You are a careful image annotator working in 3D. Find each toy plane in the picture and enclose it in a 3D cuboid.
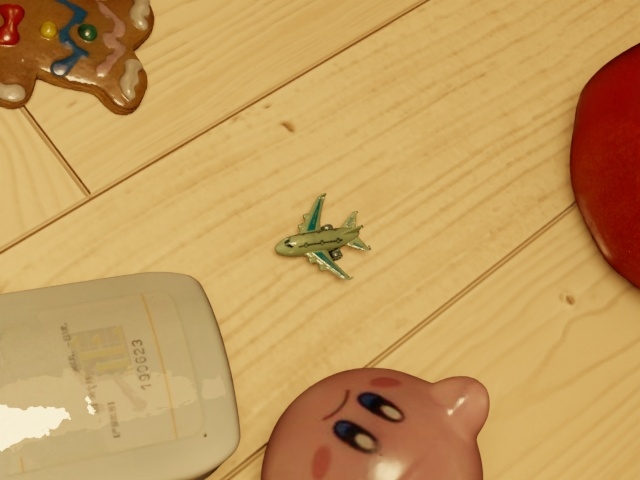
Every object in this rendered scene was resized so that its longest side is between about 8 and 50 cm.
[{"bbox_3d":[-0.001,0.001,0.949,0.083,0.033,0.080,-13,74,-16],"label":"toy plane"}]

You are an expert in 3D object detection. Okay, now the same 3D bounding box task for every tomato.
[{"bbox_3d":[0.375,-0.069,0.999,0.298,0.226,0.299,7,70,-18],"label":"tomato"}]

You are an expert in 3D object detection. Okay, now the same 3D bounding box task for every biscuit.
[{"bbox_3d":[-0.245,-0.174,0.941,0.205,0.031,0.138,9,66,-14],"label":"biscuit"}]

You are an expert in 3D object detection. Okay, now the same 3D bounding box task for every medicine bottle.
[{"bbox_3d":[-0.215,0.120,0.783,0.296,0.111,0.161,-9,69,-24],"label":"medicine bottle"}]

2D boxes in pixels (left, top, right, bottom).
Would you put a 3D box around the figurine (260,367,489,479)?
[{"bbox_3d":[0.039,0.175,0.812,0.173,0.173,0.173,7,66,-16],"label":"figurine"}]
